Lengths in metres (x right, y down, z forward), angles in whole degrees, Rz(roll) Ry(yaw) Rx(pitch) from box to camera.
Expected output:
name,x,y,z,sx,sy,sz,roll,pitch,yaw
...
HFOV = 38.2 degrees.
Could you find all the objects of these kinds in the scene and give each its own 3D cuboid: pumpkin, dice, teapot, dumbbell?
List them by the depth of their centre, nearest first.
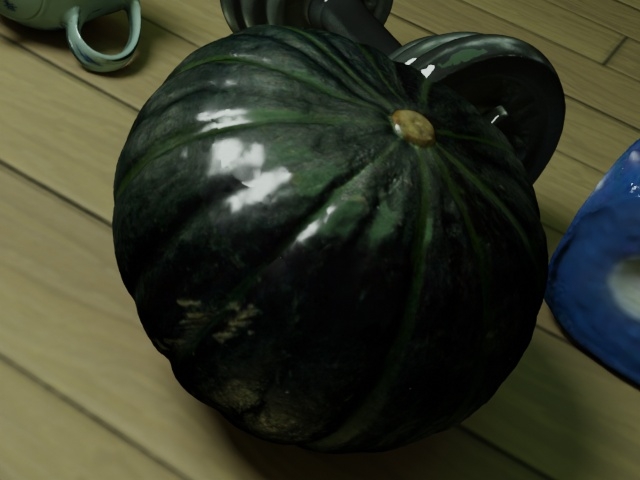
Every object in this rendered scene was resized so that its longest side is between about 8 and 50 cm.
name,x,y,z,sx,sy,sz,roll,pitch,yaw
pumpkin,0.000,0.000,0.527,0.250,0.216,0.250,13,65,-30
dice,0.258,0.015,0.664,0.143,0.146,0.146,36,39,20
dumbbell,0.046,-0.160,0.779,0.179,0.179,0.406,-4,41,-28
teapot,-0.245,-0.245,0.803,0.232,0.159,0.159,46,34,-10
